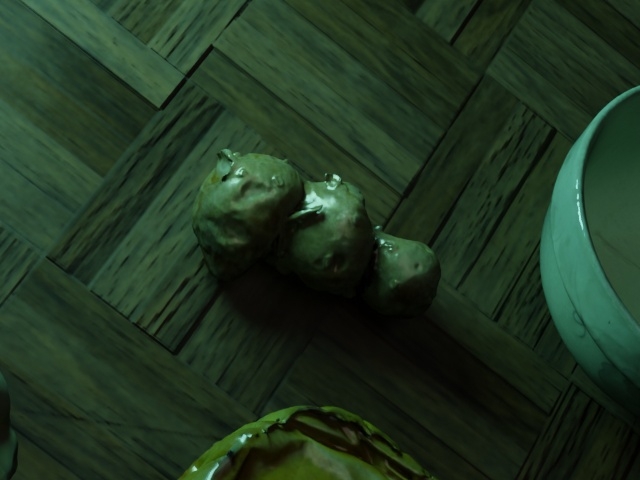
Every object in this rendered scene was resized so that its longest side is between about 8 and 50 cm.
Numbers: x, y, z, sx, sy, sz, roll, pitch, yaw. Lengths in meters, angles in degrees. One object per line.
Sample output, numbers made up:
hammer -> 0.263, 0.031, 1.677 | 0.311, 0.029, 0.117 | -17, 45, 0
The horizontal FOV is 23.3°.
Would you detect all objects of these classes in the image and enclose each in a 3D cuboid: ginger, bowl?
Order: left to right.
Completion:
ginger -> 0.000, 0.000, 1.190 | 0.204, 0.080, 0.104 | 18, 95, -17
bowl -> 0.309, 0.030, 1.265 | 0.307, 0.163, 0.307 | 10, 61, -19

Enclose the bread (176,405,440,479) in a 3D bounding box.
bread -> -0.001, 0.241, 1.051 | 0.253, 0.142, 0.227 | 42, 59, 0

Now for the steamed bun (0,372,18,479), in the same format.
steamed bun -> -0.339, 0.126, 0.888 | 0.324, 0.219, 0.310 | 30, 97, -6
